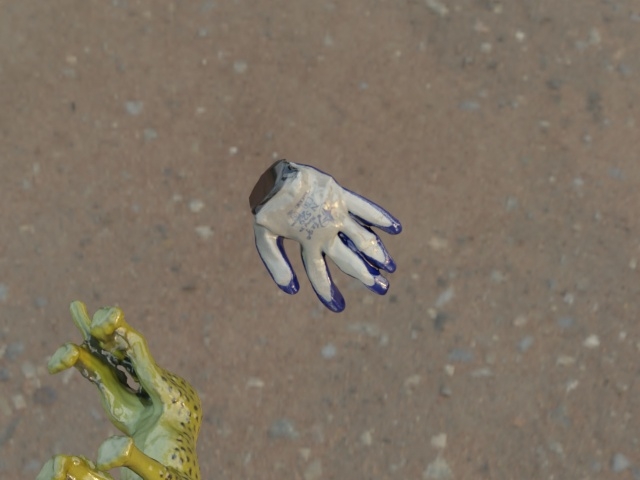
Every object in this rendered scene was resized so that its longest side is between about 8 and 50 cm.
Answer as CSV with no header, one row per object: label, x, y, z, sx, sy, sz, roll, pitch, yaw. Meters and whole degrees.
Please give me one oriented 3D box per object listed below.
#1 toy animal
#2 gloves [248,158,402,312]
toy animal,-0.109,0.126,0.804,0.073,0.136,0.181,-33,36,13
gloves,0.000,0.000,0.651,0.086,0.064,0.026,34,11,-16
